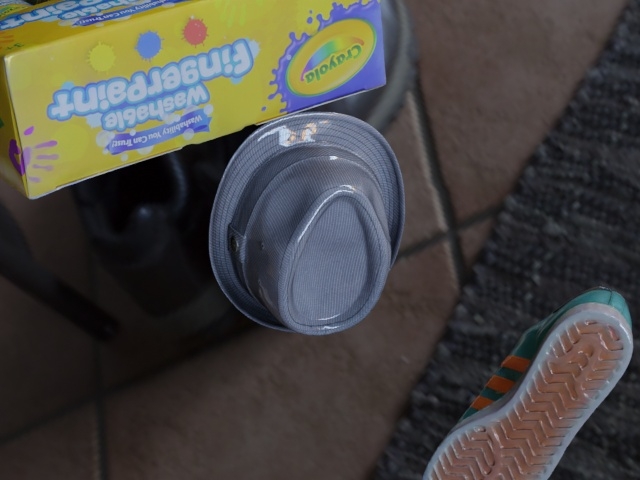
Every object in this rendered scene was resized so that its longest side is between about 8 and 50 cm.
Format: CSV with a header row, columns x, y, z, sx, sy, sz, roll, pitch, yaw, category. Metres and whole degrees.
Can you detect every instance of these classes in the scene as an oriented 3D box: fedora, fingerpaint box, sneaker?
x,y,z,sx,sy,sz,roll,pitch,yaw,category
0.000,0.000,1.742,0.124,0.244,0.275,-128,48,-59,fedora
-0.212,-0.233,1.689,0.445,0.163,0.371,-20,29,-27,fingerpaint box
0.219,0.170,1.550,0.302,0.108,0.121,-51,-1,24,sneaker
